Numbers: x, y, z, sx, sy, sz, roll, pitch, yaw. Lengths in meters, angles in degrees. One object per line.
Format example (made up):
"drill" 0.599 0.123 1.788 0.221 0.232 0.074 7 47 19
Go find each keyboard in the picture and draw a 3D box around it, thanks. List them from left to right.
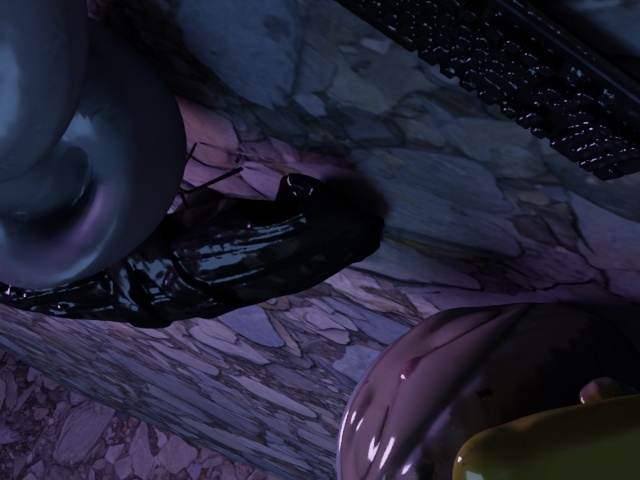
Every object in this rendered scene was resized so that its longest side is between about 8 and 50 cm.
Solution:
"keyboard" 0.071 -0.097 0.444 0.230 0.025 0.093 31 163 -13

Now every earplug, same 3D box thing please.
"earplug" -0.189 -0.107 0.575 0.214 0.175 0.326 22 151 27

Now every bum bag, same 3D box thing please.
"bum bag" -0.108 0.019 0.752 0.340 0.095 0.144 -13 158 22

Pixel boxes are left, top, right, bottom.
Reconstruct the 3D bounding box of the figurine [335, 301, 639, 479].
"figurine" 0.178 0.140 0.750 0.361 0.266 0.378 6 -159 -19

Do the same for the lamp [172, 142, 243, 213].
"lamp" -0.106 -0.035 0.794 0.041 0.054 0.121 45 155 5
